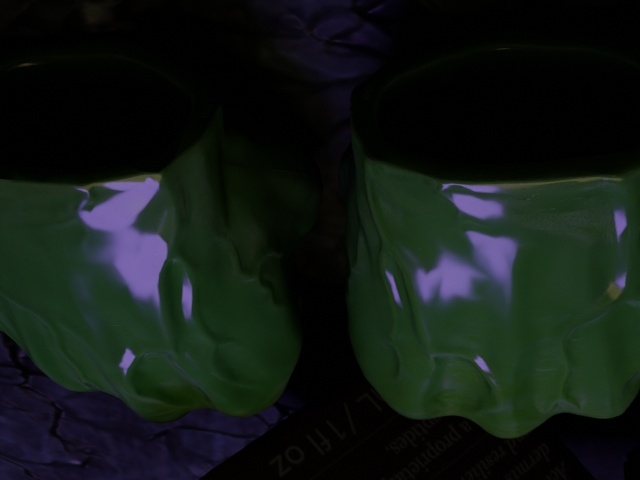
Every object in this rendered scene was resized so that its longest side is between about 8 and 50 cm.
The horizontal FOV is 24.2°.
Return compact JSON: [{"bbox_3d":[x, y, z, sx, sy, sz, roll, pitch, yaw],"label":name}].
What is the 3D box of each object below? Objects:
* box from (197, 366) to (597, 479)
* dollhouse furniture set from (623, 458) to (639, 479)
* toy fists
[{"bbox_3d":[0.086,0.235,0.583,0.381,0.191,0.143,49,141,12],"label":"box"},{"bbox_3d":[0.227,0.178,0.723,0.123,0.144,0.151,-13,127,17],"label":"dollhouse furniture set"},{"bbox_3d":[0.000,0.000,0.525,0.279,0.096,0.142,0,135,11],"label":"toy fists"}]
